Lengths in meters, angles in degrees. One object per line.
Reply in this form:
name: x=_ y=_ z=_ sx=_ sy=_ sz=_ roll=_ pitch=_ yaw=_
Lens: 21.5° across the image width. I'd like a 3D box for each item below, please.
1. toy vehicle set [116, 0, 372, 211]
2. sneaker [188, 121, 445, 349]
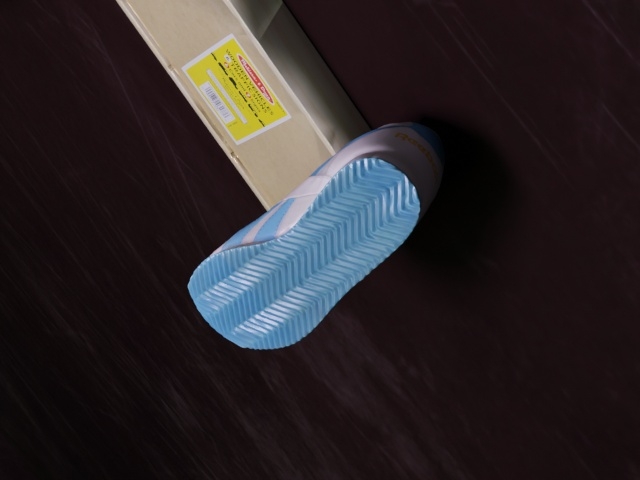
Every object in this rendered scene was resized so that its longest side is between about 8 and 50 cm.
toy vehicle set: x=-0.053 y=-0.121 z=1.267 sx=0.267 sy=0.035 sz=0.166 roll=55 pitch=156 yaw=-9
sneaker: x=0.000 y=0.000 z=1.177 sx=0.229 sy=0.092 sz=0.087 roll=-34 pitch=99 yaw=36
